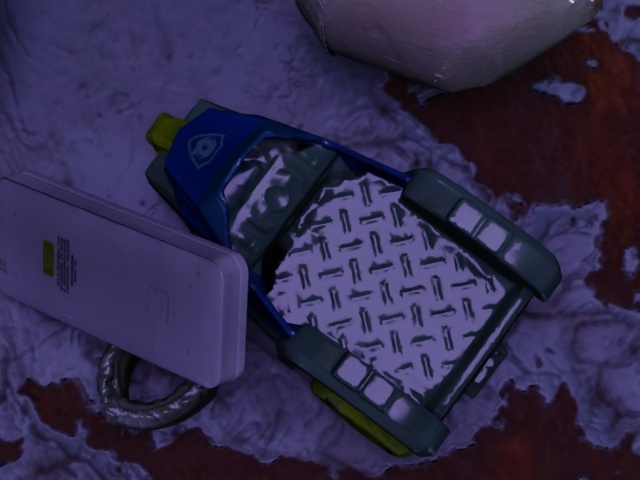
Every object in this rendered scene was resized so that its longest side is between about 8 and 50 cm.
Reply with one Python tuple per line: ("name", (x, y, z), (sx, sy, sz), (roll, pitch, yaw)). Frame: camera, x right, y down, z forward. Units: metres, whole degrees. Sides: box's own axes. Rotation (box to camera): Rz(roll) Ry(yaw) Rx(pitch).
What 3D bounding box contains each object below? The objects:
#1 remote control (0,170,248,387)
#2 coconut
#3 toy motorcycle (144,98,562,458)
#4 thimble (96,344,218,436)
("remote control", (-0.152, 0.026, 1.370), (0.250, 0.034, 0.103), (19, 116, 38))
("coconut", (0.100, -0.218, 1.399), (0.234, 0.224, 0.224), (9, 81, 4))
("toy motorcycle", (0.000, 0.000, 1.369), (0.326, 0.200, 0.191), (36, 84, 5))
("thimble", (-0.124, 0.102, 1.423), (0.084, 0.062, 0.110), (43, 83, 9))
